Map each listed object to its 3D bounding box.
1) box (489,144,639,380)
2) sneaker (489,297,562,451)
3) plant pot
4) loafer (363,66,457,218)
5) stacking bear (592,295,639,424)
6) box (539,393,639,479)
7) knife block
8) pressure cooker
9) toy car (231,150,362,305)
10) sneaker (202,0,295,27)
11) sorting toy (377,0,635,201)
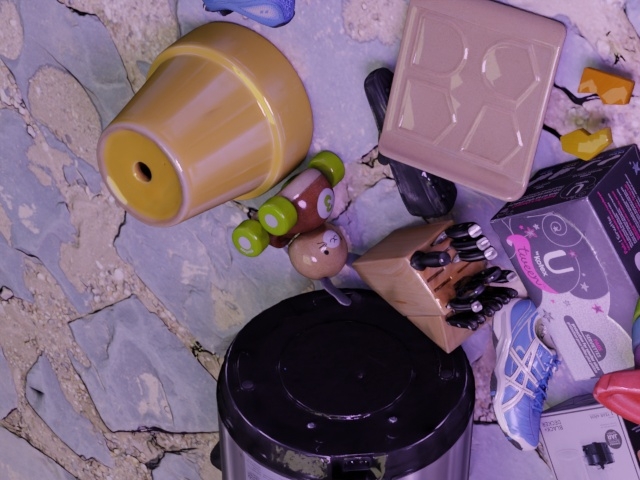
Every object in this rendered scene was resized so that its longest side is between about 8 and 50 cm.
[{"bbox_3d":[0.352,0.033,1.943,0.163,0.142,0.247,-15,109,45],"label":"box"},{"bbox_3d":[0.280,0.178,2.104,0.081,0.080,0.211,-9,78,33],"label":"sneaker"},{"bbox_3d":[-0.178,-0.146,2.186,0.254,0.239,0.254,22,132,27],"label":"plant pot"},{"bbox_3d":[0.106,-0.125,2.082,0.078,0.076,0.223,-11,116,36],"label":"loafer"},{"bbox_3d":[0.439,0.067,1.801,0.175,0.289,0.164,-11,145,41],"label":"stacking bear"},{"bbox_3d":[0.413,0.349,2.094,0.169,0.087,0.290,-21,87,53],"label":"box"},{"bbox_3d":[0.144,0.023,2.053,0.275,0.088,0.242,41,159,35],"label":"knife block"},{"bbox_3d":[0.030,0.324,2.247,0.370,0.375,0.420,-114,18,-48],"label":"pressure cooker"},{"bbox_3d":[0.000,0.000,2.209,0.188,0.155,0.149,48,139,-3],"label":"toy car"},{"bbox_3d":[-0.156,-0.371,2.073,0.330,0.129,0.147,37,156,34],"label":"sneaker"},{"bbox_3d":[0.229,-0.171,1.929,0.307,0.041,0.229,22,109,26],"label":"sorting toy"}]
